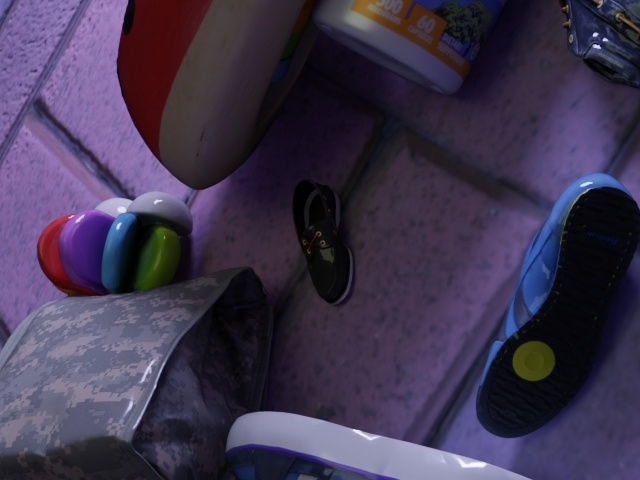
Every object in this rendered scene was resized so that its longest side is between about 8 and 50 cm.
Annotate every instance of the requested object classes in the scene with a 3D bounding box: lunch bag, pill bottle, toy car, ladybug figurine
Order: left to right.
[{"bbox_3d":[-0.234,0.018,1.315,0.182,0.136,0.159,-5,66,47],"label":"toy car"},{"bbox_3d":[-0.184,0.146,1.124,0.235,0.169,0.287,-11,33,26],"label":"lunch bag"},{"bbox_3d":[-0.077,-0.248,1.155,0.449,0.162,0.305,-63,-2,30],"label":"ladybug figurine"},{"bbox_3d":[0.117,-0.280,1.067,0.152,0.152,0.272,33,96,51],"label":"pill bottle"}]

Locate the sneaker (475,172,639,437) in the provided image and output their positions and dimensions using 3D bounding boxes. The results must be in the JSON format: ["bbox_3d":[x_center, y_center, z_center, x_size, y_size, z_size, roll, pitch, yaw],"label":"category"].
[{"bbox_3d":[0.175,0.048,0.905,0.082,0.069,0.209,-93,25,-79],"label":"sneaker"}]

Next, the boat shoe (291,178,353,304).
[{"bbox_3d":[-0.001,0.001,1.139,0.049,0.042,0.133,-33,49,30],"label":"boat shoe"}]

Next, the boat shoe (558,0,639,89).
[{"bbox_3d":[0.216,-0.187,0.973,0.083,0.065,0.183,-57,40,7],"label":"boat shoe"}]

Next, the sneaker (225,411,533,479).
[{"bbox_3d":[0.015,0.267,0.899,0.323,0.130,0.236,3,68,44],"label":"sneaker"}]
